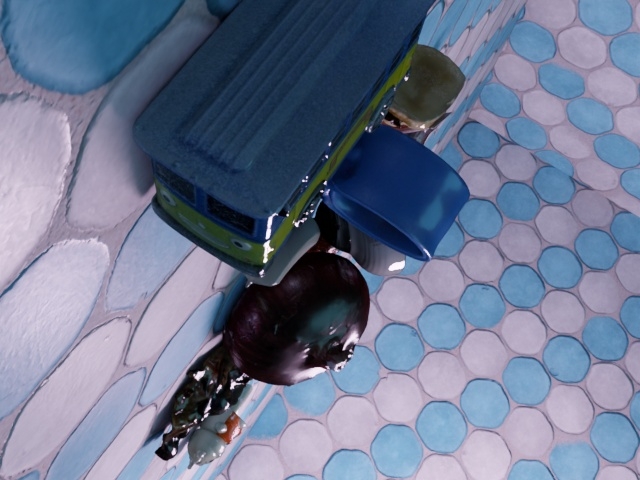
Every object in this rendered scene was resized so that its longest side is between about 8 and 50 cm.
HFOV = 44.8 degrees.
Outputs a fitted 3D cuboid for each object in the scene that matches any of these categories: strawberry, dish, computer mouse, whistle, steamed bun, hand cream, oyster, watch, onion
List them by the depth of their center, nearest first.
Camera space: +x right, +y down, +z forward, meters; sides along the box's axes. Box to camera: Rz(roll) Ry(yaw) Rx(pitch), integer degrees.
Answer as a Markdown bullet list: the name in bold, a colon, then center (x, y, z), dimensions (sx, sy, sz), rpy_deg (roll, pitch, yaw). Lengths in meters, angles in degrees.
- **watch**: center (0.098, -0.100, 1.226), dimensions (0.241, 0.274, 0.305), rpy_deg (-56, 176, -4)
- **computer mouse**: center (-0.072, 0.007, 1.297), dimensions (0.182, 0.089, 0.056), rpy_deg (-50, 159, -29)
- **dish**: center (0.053, -0.049, 1.503), dimensions (0.134, 0.273, 0.273), rpy_deg (-15, 161, -10)
- **onion**: center (-0.036, 0.168, 1.515), dimensions (0.314, 0.232, 0.314), rpy_deg (-21, 143, -17)
- **steamed bun**: center (0.181, -0.288, 1.552), dimensions (0.172, 0.141, 0.155), rpy_deg (-51, -176, -20)
- **oyster**: center (-0.211, 0.311, 1.611), dimensions (0.221, 0.096, 0.361), rpy_deg (-54, 171, 23)
- **hand cream**: center (0.188, -0.246, 1.648), dimensions (0.216, 0.038, 0.052), rpy_deg (5, -109, 58)
- **strawberry**: center (0.000, -0.001, 1.650), dimensions (0.106, 0.106, 0.106), rpy_deg (-56, 172, -13)
- **whistle**: center (-0.248, 0.462, 1.925), dimensions (0.101, 0.106, 0.253), rpy_deg (-1, -135, 49)

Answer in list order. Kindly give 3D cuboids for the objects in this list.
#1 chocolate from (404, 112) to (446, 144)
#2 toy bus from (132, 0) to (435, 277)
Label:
- **chocolate**: center (0.232, -0.283, 1.919), dimensions (0.248, 0.110, 0.110), rpy_deg (-56, 172, 16)
- **toy bus**: center (-0.030, -0.138, 0.770), dimensions (0.312, 0.152, 0.190), rpy_deg (-55, 172, -21)
